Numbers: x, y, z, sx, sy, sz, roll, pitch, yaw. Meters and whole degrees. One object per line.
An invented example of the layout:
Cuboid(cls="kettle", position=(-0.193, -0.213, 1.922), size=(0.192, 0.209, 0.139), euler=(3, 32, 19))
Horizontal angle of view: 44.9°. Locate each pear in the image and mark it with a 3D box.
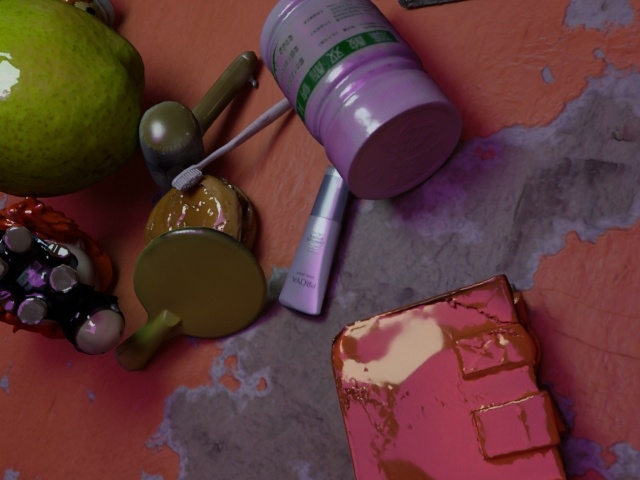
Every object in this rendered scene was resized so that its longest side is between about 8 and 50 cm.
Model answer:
Cuboid(cls="pear", position=(-0.493, -0.249, 1.394), size=(0.391, 0.391, 0.391), euler=(-9, 70, 27))

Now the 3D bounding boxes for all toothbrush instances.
Cuboid(cls="toothbrush", position=(-0.137, -0.182, 1.379), size=(0.307, 0.025, 0.029), euler=(-39, 49, -16))

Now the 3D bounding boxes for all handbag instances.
Cuboid(cls="handbag", position=(0.190, 0.277, 1.069), size=(0.303, 0.116, 0.410), euler=(-20, 66, 19))

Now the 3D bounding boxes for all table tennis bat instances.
Cuboid(cls="table tennis bat", position=(-0.243, 0.115, 1.337), size=(0.369, 0.224, 0.054), euler=(-45, 19, 30))

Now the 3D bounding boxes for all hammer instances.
Cuboid(cls="hammer", position=(-0.212, -0.239, 1.444), size=(0.113, 0.202, 0.305), euler=(35, 70, 7))

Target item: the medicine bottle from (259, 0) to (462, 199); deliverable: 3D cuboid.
Cuboid(cls="medicine bottle", position=(0.057, -0.249, 1.249), size=(0.212, 0.212, 0.325), euler=(-38, 59, 14))

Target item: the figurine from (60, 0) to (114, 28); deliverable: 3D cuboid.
Cuboid(cls="figurine", position=(-0.522, -0.386, 1.653), size=(0.224, 0.205, 0.382), euler=(-20, 86, 25))

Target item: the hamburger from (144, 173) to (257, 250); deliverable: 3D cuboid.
Cuboid(cls="hamburger", position=(-0.213, -0.017, 1.392), size=(0.213, 0.108, 0.214), euler=(-8, 75, 30))

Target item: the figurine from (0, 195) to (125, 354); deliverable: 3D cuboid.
Cuboid(cls="figurine", position=(-0.478, 0.070, 1.354), size=(0.412, 0.306, 0.241), euler=(16, 77, 56))

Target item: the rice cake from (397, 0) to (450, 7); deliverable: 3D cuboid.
Cuboid(cls="rice cake", position=(0.230, -0.426, 1.314), size=(0.207, 0.033, 0.033), euler=(0, 65, 28))

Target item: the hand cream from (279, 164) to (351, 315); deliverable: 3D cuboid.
Cuboid(cls="hand cream", position=(0.000, 0.000, 1.296), size=(0.079, 0.048, 0.255), euler=(14, 82, 30))
